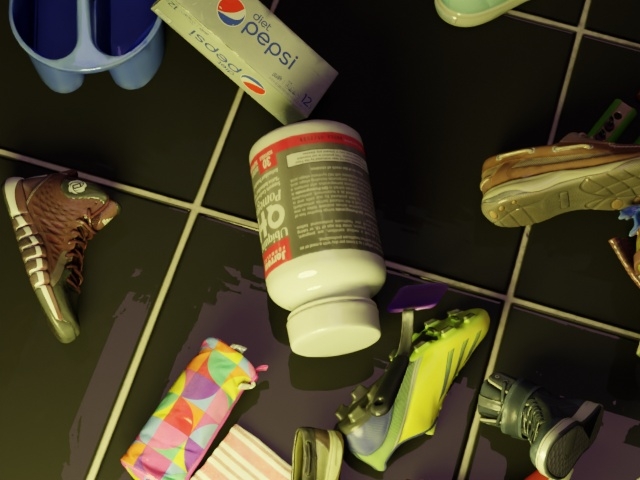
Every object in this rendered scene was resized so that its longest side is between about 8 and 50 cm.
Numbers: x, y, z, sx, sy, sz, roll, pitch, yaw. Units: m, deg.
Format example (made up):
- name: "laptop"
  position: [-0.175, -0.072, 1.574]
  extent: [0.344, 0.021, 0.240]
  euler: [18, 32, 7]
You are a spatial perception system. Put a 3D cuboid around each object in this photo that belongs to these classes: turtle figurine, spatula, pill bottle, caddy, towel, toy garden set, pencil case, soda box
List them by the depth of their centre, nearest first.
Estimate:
- name: "towel"
  position: [-0.123, 0.370, 1.683]
  extent: [0.144, 0.029, 0.197]
  euler: [36, 71, 13]
- name: "spatula"
  position: [0.117, 0.144, 1.699]
  extent: [0.084, 0.030, 0.296]
  euler: [-8, 35, 24]
- name: "pencil case"
  position: [-0.179, 0.246, 1.700]
  extent: [0.104, 0.104, 0.236]
  euler: [32, 72, 12]
- name: "turtle figurine"
  position: [0.556, 0.054, 1.738]
  extent: [0.275, 0.198, 0.266]
  euler: [8, 71, 7]
- name: "pill bottle"
  position: [0.000, 0.000, 1.763]
  extent: [0.176, 0.176, 0.318]
  euler: [-8, 67, -4]
- name: "soda box"
  position: [-0.116, -0.309, 1.872]
  extent: [0.286, 0.091, 0.098]
  euler: [40, 70, -17]
- name: "toy garden set"
  position: [0.566, -0.157, 1.906]
  extent: [0.244, 0.049, 0.204]
  euler: [36, 71, 14]
- name: "caddy"
  position: [-0.366, -0.398, 1.928]
  extent: [0.241, 0.179, 0.341]
  euler: [-4, 67, -2]

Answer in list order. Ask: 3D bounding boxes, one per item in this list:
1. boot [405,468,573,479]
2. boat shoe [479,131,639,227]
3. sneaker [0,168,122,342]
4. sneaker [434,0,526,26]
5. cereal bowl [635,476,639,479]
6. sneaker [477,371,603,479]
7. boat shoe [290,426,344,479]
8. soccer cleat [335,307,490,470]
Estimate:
- name: "boot"
  position: [0.218, 0.351, 1.668]
  extent: [0.176, 0.088, 0.244]
  euler: [41, 76, 17]
- name: "boat shoe"
  position: [0.399, -0.113, 1.839]
  extent: [0.325, 0.123, 0.116]
  euler: [-9, 59, 2]
- name: "sneaker"
  position: [-0.362, 0.005, 1.798]
  extent: [0.163, 0.106, 0.281]
  euler: [-19, 68, -12]
- name: "sneaker"
  position: [0.353, -0.487, 1.990]
  extent: [0.366, 0.150, 0.135]
  euler: [-36, 73, -15]
- name: "cereal bowl"
  position: [0.490, 0.477, 1.585]
  extent: [0.339, 0.141, 0.338]
  euler: [0, 66, -1]
- name: "sneaker"
  position: [0.278, 0.249, 1.649]
  extent: [0.164, 0.226, 0.086]
  euler: [18, 102, 24]
- name: "boat shoe"
  position: [-0.026, 0.362, 1.647]
  extent: [0.073, 0.080, 0.223]
  euler: [17, 73, -14]
- name: "soccer cleat"
  position: [0.146, 0.210, 1.739]
  extent: [0.289, 0.093, 0.121]
  euler: [-41, 104, -21]
